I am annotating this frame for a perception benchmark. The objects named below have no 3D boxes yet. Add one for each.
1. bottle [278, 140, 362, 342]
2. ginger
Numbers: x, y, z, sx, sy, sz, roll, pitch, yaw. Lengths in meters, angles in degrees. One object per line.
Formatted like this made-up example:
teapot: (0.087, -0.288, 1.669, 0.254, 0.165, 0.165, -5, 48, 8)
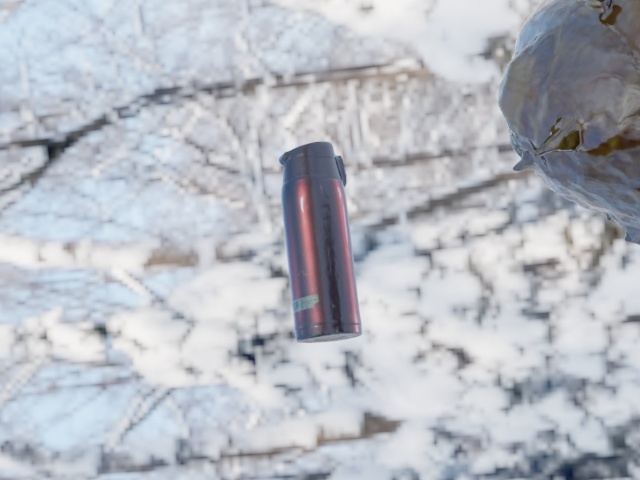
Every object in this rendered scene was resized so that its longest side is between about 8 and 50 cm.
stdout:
bottle: (0.000, 0.000, 1.300, 0.060, 0.060, 0.164, 34, -131, -76)
ginger: (0.246, -0.027, 0.868, 0.418, 0.254, 0.176, -119, 31, -43)
